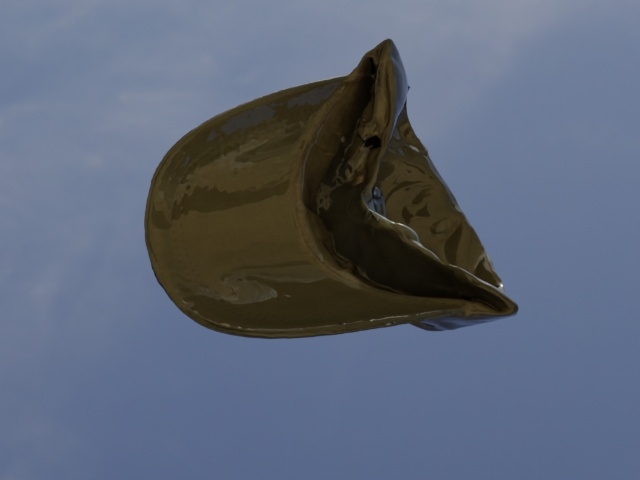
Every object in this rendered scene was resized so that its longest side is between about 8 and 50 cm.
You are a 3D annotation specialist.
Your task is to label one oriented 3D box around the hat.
[{"bbox_3d":[0.000,0.000,0.970,0.173,0.144,0.166,-21,-111,-3],"label":"hat"}]
